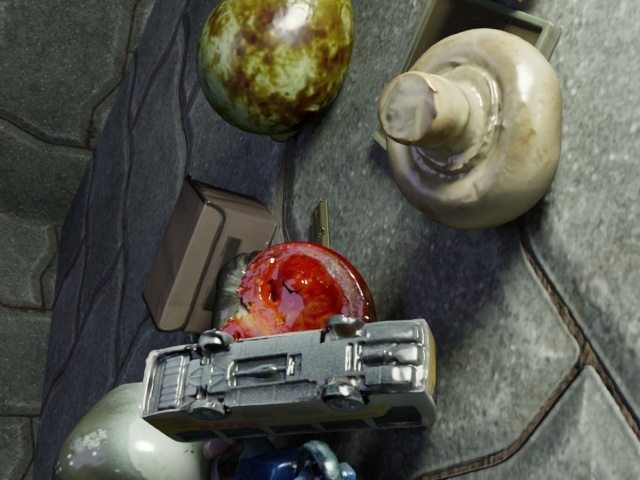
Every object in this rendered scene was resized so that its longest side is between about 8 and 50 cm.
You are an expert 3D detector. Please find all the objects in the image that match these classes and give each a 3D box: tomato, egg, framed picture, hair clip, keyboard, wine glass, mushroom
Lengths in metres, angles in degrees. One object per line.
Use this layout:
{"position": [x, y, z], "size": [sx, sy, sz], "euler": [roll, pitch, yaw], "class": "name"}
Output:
{"position": [-0.019, 0.128, 1.203], "size": [0.200, 0.139, 0.233], "euler": [26, 86, 29], "class": "tomato"}
{"position": [-0.064, -0.305, 1.485], "size": [0.289, 0.238, 0.238], "euler": [-46, 31, 13], "class": "egg"}
{"position": [0.164, -0.187, 1.158], "size": [0.240, 0.020, 0.324], "euler": [-68, 23, 15], "class": "framed picture"}
{"position": [-0.099, 0.287, 1.331], "size": [0.069, 0.173, 0.300], "euler": [47, 140, 18], "class": "hair clip"}
{"position": [0.000, 0.000, 1.426], "size": [0.049, 0.015, 0.129], "euler": [123, 151, -47], "class": "keyboard"}
{"position": [-0.271, 0.367, 1.302], "size": [0.238, 0.238, 0.323], "euler": [-58, 11, 35], "class": "wine glass"}
{"position": [0.139, -0.105, 0.944], "size": [0.206, 0.209, 0.206], "euler": [36, 138, 41], "class": "mushroom"}

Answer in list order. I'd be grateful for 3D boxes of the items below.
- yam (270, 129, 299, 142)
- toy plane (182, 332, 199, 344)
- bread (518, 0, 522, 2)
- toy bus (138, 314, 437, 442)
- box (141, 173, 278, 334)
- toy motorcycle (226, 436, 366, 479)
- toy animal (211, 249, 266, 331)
{"position": [-0.079, -0.296, 1.728], "size": [0.066, 0.066, 0.300], "euler": [-57, 29, 36], "class": "yam"}
{"position": [-0.259, 0.176, 1.883], "size": [0.080, 0.033, 0.083], "euler": [-40, 39, 32], "class": "toy plane"}
{"position": [0.212, -0.350, 1.071], "size": [0.125, 0.086, 0.156], "euler": [-62, 28, 12], "class": "bread"}
{"position": [-0.035, 0.165, 1.045], "size": [0.342, 0.138, 0.097], "euler": [-8, 55, 18], "class": "toy bus"}
{"position": [-0.202, 0.034, 1.692], "size": [0.252, 0.153, 0.188], "euler": [-69, 25, 12], "class": "box"}
{"position": [-0.008, 0.345, 1.090], "size": [0.182, 0.241, 0.319], "euler": [-39, 5, -21], "class": "toy motorcycle"}
{"position": [-0.130, 0.179, 1.479], "size": [0.168, 0.106, 0.343], "euler": [7, 80, 58], "class": "toy animal"}
